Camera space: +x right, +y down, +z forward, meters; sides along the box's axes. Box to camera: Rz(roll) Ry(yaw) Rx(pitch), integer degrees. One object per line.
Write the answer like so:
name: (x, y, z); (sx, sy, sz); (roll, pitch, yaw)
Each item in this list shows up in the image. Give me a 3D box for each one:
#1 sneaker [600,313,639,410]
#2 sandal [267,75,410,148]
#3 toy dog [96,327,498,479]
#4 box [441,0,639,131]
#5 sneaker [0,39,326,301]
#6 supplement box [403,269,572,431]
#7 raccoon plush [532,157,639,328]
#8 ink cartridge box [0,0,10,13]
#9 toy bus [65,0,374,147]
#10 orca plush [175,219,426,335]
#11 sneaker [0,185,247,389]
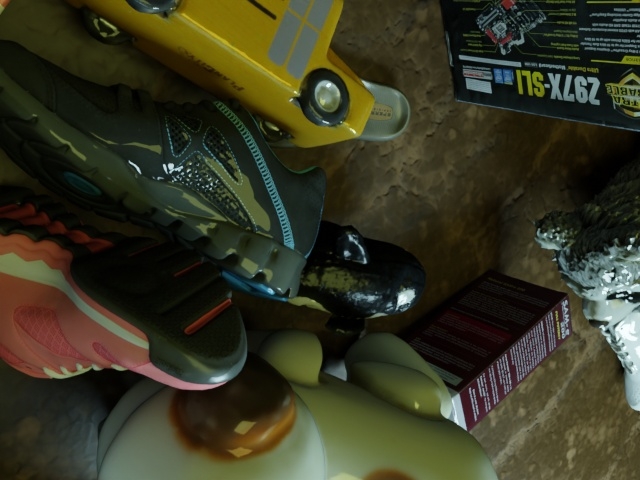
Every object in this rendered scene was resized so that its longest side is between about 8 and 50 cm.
sneaker: (0.528, 0.153, 1.229); (0.129, 0.111, 0.297); (-11, 107, -14)
sandal: (0.020, -0.139, 0.801); (0.219, 0.060, 0.090); (0, 105, -33)
toy dog: (-0.030, 0.241, 0.696); (0.407, 0.395, 0.285); (23, 100, -45)
box: (0.253, -0.260, 0.759); (0.079, 0.322, 0.257); (-28, 118, -22)
sneaker: (-0.140, -0.076, 0.640); (0.340, 0.125, 0.140); (34, 71, -31)
supplement box: (0.207, 0.140, 0.959); (0.239, 0.130, 0.073); (-33, 122, -28)
raccoon plush: (0.436, -0.087, 1.030); (0.299, 0.216, 0.447); (27, 60, -42)
ink cartridge box: (-0.330, -0.166, 0.551); (0.115, 0.067, 0.198); (37, 83, -37)
toy bus: (-0.096, -0.208, 0.640); (0.332, 0.108, 0.130); (28, 72, -30)
orca plush: (0.000, 0.000, 0.775); (0.287, 0.151, 0.102); (25, 133, -11)
sneaker: (-0.192, 0.060, 0.598); (0.116, 0.313, 0.136); (-25, 132, -56)
